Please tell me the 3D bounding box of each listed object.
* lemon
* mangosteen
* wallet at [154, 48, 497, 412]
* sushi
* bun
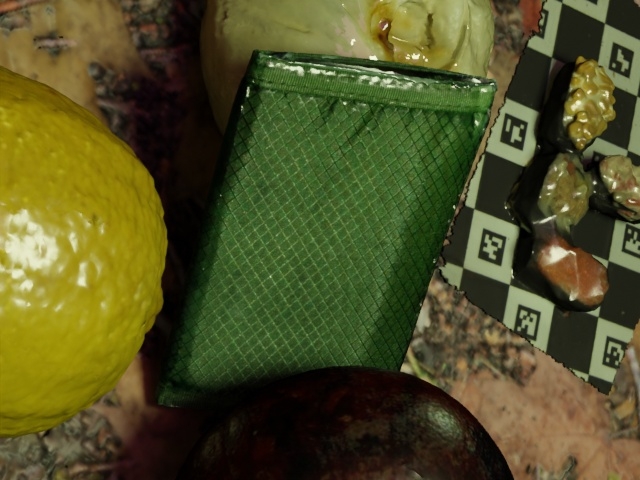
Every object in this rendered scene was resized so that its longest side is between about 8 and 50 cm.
[{"bbox_3d":[-0.182,0.005,0.889,0.231,0.192,0.192,21,75,-37],"label":"lemon"},{"bbox_3d":[0.008,0.184,0.977,0.216,0.216,0.216,3,84,-32],"label":"mangosteen"},{"bbox_3d":[-0.001,-0.001,1.024,0.160,0.055,0.236,3,117,-29],"label":"wallet"},{"bbox_3d":[0.205,-0.052,1.227,0.192,0.043,0.279,36,68,-25],"label":"sushi"},{"bbox_3d":[0.031,-0.124,1.074,0.222,0.127,0.222,5,82,-33],"label":"bun"}]
